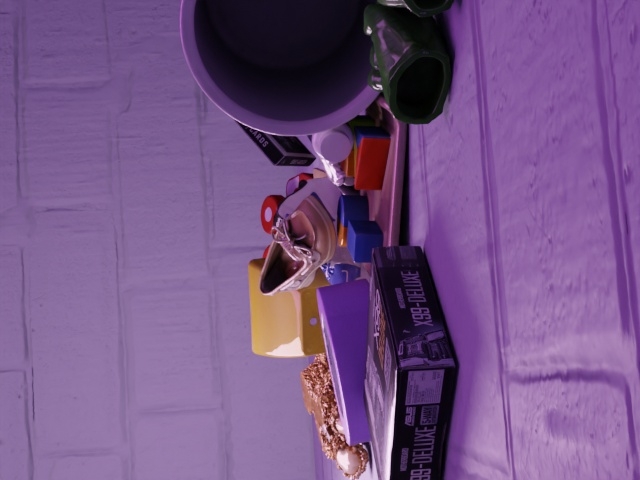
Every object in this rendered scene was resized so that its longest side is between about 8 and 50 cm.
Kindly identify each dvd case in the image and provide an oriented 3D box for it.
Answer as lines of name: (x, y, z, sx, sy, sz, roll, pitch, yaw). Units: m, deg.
dvd case: (-0.098, -0.200, 1.724, 0.179, 0.029, 0.238, 48, -168, 5)

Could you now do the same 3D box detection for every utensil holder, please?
utensil holder: (-0.051, -0.378, 1.613, 0.385, 0.327, 0.328, -98, 7, -68)

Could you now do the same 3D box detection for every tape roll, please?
tape roll: (0.063, 0.207, 1.718, 0.275, 0.090, 0.275, 169, 90, -86)

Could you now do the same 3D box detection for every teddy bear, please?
teddy bear: (0.049, 0.377, 2.193, 0.338, 0.113, 0.245, -165, 65, -76)

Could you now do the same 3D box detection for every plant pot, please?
plant pot: (-0.016, 0.147, 2.132, 0.187, 0.212, 0.212, 17, 112, 60)

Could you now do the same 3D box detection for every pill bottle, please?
pill bottle: (0.018, -0.166, 1.587, 0.120, 0.067, 0.067, -104, 12, -66)

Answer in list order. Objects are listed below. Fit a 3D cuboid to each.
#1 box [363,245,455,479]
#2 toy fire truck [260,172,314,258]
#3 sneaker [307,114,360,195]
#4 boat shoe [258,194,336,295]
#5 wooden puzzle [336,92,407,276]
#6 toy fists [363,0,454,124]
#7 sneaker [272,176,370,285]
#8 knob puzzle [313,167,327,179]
box: (0.116, 0.199, 1.399, 0.242, 0.076, 0.307, -99, 8, -51)
toy fire truck: (-0.015, -0.018, 2.408, 0.254, 0.169, 0.302, -19, 71, 57)
sneaker: (0.035, -0.172, 1.817, 0.292, 0.110, 0.118, 56, -165, -63)
boat shoe: (-0.045, 0.022, 1.825, 0.104, 0.089, 0.285, 54, 152, 20)
wooden puzzle: (0.077, -0.077, 1.646, 0.322, 0.080, 0.348, -113, 20, -74)
toy fists: (0.103, -0.280, 1.184, 0.142, 0.096, 0.279, -98, 6, -49)
sneaker: (0.000, -0.001, 1.968, 0.127, 0.182, 0.316, 93, 172, -58)
knob puzzle: (0.038, -0.056, 2.227, 0.213, 0.030, 0.213, 168, 90, -68)
